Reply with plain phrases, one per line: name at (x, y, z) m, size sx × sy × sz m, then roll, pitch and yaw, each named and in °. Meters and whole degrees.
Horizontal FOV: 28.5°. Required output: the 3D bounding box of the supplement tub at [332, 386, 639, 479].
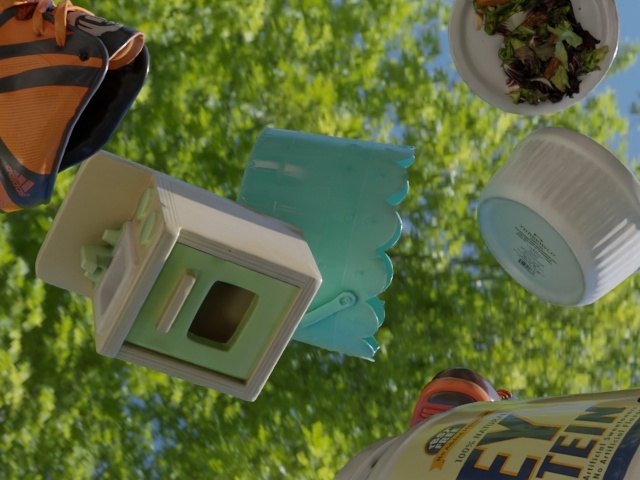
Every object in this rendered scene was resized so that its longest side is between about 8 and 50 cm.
supplement tub at (0.160, 0.210, 0.768) m, size 0.325 × 0.235 × 0.235 m, roll -17°, pitch -137°, yaw 54°

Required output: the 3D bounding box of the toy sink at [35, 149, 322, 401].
toy sink at (-0.142, 0.036, 1.219) m, size 0.152 × 0.234 × 0.131 m, roll -60°, pitch -157°, yaw 18°

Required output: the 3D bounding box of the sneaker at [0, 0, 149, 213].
sneaker at (-0.199, -0.175, 0.834) m, size 0.180 × 0.124 × 0.321 m, roll 6°, pitch -81°, yaw 13°

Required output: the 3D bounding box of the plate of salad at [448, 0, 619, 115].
plate of salad at (0.249, -0.245, 1.470) m, size 0.200 × 0.048 × 0.199 m, roll 1°, pitch -82°, yaw 5°

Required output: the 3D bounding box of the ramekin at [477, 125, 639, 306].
ramekin at (0.278, -0.019, 1.461) m, size 0.207 × 0.207 × 0.109 m, roll 37°, pitch -114°, yaw 28°

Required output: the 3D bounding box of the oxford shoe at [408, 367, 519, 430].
oxford shoe at (0.142, 0.172, 1.164) m, size 0.097 × 0.271 × 0.098 m, roll 5°, pitch -121°, yaw 17°

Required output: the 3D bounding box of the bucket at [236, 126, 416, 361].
bucket at (0.000, 0.000, 1.490) m, size 0.183 × 0.281 × 0.281 m, roll 11°, pitch -119°, yaw 5°
